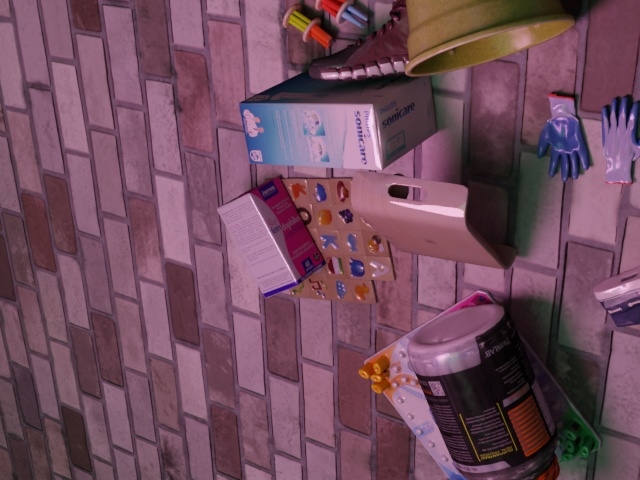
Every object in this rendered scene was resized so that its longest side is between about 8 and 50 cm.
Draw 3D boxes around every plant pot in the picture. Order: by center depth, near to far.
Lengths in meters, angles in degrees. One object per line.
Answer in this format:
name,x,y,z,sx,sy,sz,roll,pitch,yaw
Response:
plant pot,0.233,-0.422,1.518,0.276,0.276,0.254,-15,91,40

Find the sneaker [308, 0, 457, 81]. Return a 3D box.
sneaker,0.113,-0.370,1.699,0.281,0.106,0.162,-5,101,6

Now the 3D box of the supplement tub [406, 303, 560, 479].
supplement tub,0.313,0.307,1.801,0.207,0.207,0.338,-14,103,40

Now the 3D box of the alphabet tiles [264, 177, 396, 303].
alphabet tiles,0.000,0.000,2.065,0.342,0.011,0.285,2,114,35

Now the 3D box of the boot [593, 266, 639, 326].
boot,0.573,0.090,1.664,0.190,0.069,0.086,-25,105,50

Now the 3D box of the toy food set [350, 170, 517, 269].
toy food set,0.212,-0.040,1.734,0.219,0.306,0.092,10,76,31

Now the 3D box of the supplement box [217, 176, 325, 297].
supplement box,-0.105,-0.007,2.054,0.114,0.111,0.220,-24,99,41

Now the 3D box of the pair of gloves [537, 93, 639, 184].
pair of gloves,0.461,-0.170,1.628,0.198,0.023,0.159,11,120,33

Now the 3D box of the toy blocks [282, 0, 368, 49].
toy blocks,0.012,-0.414,1.805,0.148,0.054,0.123,37,129,14

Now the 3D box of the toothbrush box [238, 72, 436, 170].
toothbrush box,0.034,-0.227,1.781,0.295,0.216,0.126,4,116,33

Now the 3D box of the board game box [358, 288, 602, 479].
board game box,0.313,0.342,1.992,0.390,0.050,0.390,53,132,2
